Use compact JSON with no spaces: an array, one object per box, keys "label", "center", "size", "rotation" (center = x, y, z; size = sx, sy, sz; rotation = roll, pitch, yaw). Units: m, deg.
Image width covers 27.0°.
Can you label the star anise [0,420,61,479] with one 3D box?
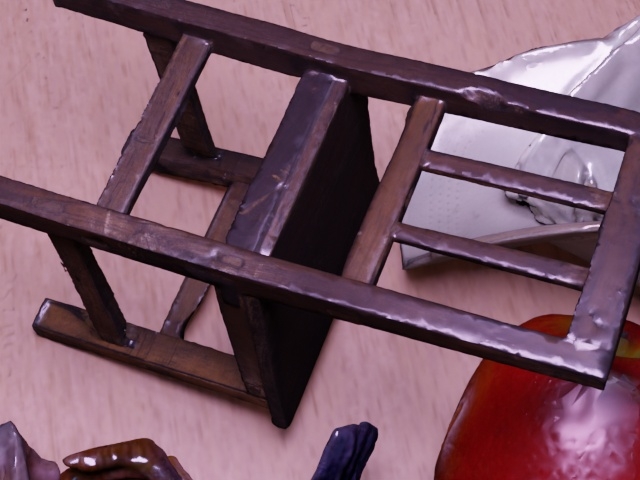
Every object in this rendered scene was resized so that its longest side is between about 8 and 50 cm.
[{"label":"star anise","center":[-0.161,0.263,0.739],"size":[0.331,0.117,0.332],"rotation":[1,86,-10]}]

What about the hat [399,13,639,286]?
[{"label":"hat","center":[0.205,-0.027,1.001],"size":[0.301,0.168,0.258],"rotation":[-16,36,18]}]

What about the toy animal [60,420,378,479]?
[{"label":"toy animal","center":[-0.083,0.219,0.870],"size":[0.298,0.122,0.185],"rotation":[-24,61,0]}]

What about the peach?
[{"label":"peach","center":[0.168,0.165,0.897],"size":[0.190,0.226,0.196],"rotation":[3,19,-34]}]

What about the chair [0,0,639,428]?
[{"label":"chair","center":[0.000,0.000,0.895],"size":[0.416,0.241,0.203],"rotation":[17,64,14]}]

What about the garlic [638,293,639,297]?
[{"label":"garlic","center":[0.312,0.076,0.974],"size":[0.084,0.066,0.152],"rotation":[-25,68,-10]}]
